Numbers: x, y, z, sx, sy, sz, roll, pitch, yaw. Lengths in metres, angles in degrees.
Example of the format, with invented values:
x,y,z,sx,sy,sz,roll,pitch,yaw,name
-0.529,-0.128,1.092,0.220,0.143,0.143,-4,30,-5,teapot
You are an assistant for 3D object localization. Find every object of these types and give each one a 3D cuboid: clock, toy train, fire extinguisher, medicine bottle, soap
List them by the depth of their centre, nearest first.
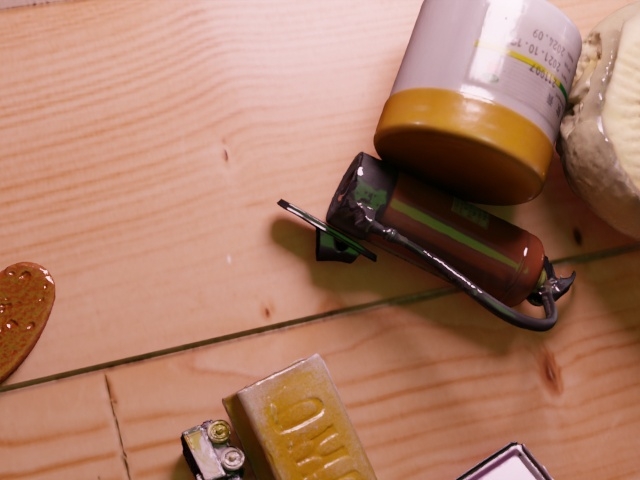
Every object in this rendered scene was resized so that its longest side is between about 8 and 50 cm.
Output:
x,y,z,sx,sy,sz,roll,pitch,yaw,name
-0.120,0.316,1.304,0.081,0.060,0.202,-20,53,-19,toy train
-0.018,0.280,1.351,0.140,0.073,0.232,-22,86,-32,soap
0.233,0.378,1.376,0.193,0.073,0.144,-29,57,-15,clock
0.218,-0.196,1.414,0.238,0.238,0.232,22,76,-9,medicine bottle
0.190,0.028,1.421,0.376,0.113,0.200,24,50,-9,fire extinguisher

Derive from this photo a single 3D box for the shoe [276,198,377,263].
x,y,z,sx,sy,sz,roll,pitch,yaw,name
0.000,0.000,1.427,0.159,0.062,0.053,33,88,-6,shoe

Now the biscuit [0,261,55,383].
x,y,z,sx,sy,sz,roll,pitch,yaw,name
-0.450,0.088,1.318,0.192,0.036,0.186,30,73,-6,biscuit

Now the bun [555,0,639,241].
x,y,z,sx,sy,sz,roll,pitch,yaw,name
0.489,-0.155,1.491,0.364,0.202,0.364,5,75,-18,bun
